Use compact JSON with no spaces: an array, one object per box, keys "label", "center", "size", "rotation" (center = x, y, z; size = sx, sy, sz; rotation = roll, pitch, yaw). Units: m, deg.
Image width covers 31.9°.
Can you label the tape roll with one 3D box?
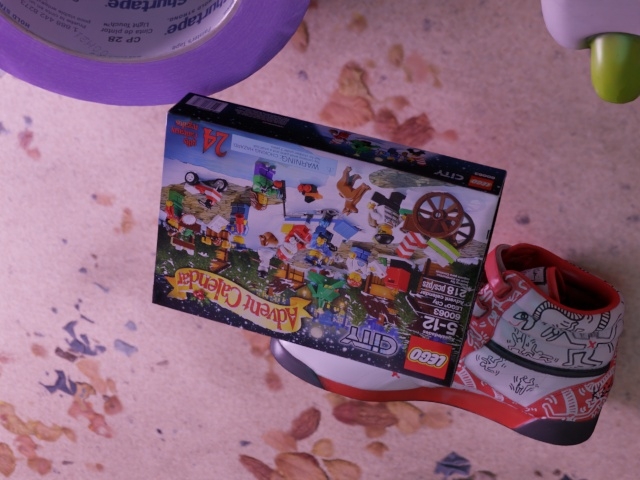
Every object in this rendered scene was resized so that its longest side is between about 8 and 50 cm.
[{"label":"tape roll","center":[-0.136,-0.217,0.733],"size":[0.275,0.090,0.274],"rotation":[2,139,1]}]

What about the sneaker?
[{"label":"sneaker","center":[0.099,0.059,0.874],"size":[0.270,0.090,0.144],"rotation":[14,122,8]}]

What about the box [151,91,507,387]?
[{"label":"box","center":[0.000,0.000,0.795],"size":[0.233,0.044,0.159],"rotation":[15,119,10]}]

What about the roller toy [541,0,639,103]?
[{"label":"roller toy","center":[0.206,-0.197,0.614],"size":[0.146,0.191,0.209],"rotation":[7,146,17]}]
